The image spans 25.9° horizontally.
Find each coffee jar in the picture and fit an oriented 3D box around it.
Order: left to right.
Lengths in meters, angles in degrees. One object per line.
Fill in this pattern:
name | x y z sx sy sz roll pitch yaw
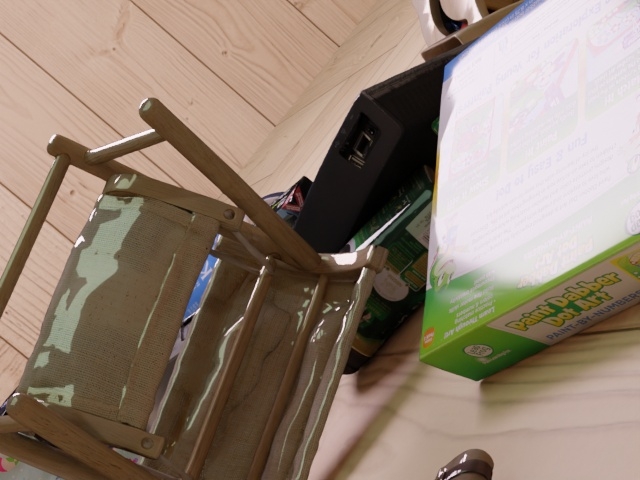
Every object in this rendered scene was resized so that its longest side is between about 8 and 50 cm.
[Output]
coffee jar | 0.055 0.028 1.190 0.184 0.079 0.096 -46 15 13

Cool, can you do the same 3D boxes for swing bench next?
swing bench | -0.115 0.073 1.065 0.165 0.254 0.253 -11 52 52

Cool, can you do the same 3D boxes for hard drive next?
hard drive | 0.063 -0.058 1.251 0.172 0.054 0.255 -28 -23 -36

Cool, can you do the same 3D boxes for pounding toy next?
pounding toy | 0.202 -0.283 1.528 0.154 0.154 0.270 -55 36 40

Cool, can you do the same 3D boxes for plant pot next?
plant pot | 0.180 -0.174 1.356 0.096 0.109 0.109 -38 7 -12

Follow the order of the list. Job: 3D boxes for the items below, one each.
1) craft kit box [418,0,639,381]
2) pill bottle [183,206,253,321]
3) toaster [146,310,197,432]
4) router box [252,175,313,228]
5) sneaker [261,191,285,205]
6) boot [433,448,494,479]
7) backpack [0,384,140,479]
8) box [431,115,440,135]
craft kit box | 0.160 -0.062 0.895 0.250 0.061 0.247 -36 37 52
pill bottle | -0.117 0.067 1.662 0.221 0.124 0.124 -46 11 21
toaster | -0.107 0.135 1.322 0.168 0.110 0.186 -37 10 1
router box | 0.000 0.000 1.404 0.092 0.122 0.038 -37 20 51
sneaker | -0.114 0.045 1.803 0.282 0.099 0.153 -50 8 -18
boot | 0.076 0.149 0.764 0.118 0.042 0.087 -38 13 46
backpack | -0.341 0.282 1.633 0.253 0.191 0.225 -48 4 -39
box | 0.168 -0.095 1.083 0.179 0.105 0.043 -39 11 47
